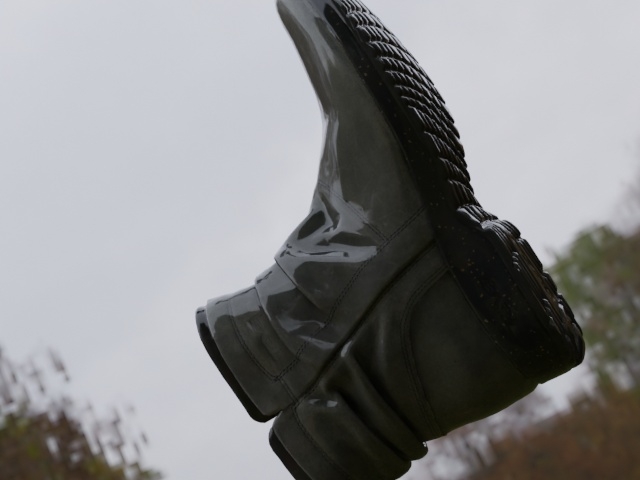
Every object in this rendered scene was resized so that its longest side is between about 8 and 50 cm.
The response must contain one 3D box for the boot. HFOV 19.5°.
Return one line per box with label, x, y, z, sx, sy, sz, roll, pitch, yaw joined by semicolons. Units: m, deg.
boot;0.000;0.000;0.887;0.161;0.246;0.083;-33;-14;15
